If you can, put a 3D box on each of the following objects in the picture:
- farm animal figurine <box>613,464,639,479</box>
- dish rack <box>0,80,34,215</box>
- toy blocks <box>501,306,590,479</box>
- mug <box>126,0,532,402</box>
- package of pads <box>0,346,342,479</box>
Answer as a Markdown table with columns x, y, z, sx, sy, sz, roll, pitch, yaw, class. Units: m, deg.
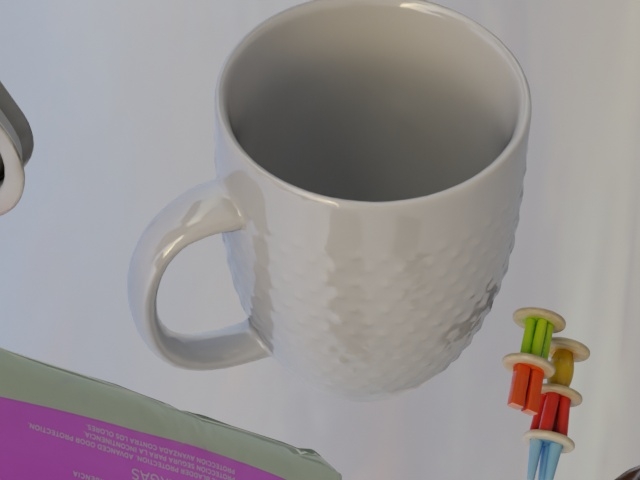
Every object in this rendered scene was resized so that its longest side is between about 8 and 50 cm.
| x | y | z | sx | sy | sz | roll | pitch | yaw | class |
| --- | --- | --- | --- | --- | --- | --- | --- | --- | --- |
| 0.223 | 0.229 | 0.779 | 0.172 | 0.330 | 0.327 | -40 | -32 | -18 | farm animal figurine |
| -0.371 | -0.111 | 1.299 | 0.285 | 0.333 | 0.072 | 55 | -139 | -16 | dish rack |
| 0.213 | 0.156 | 1.715 | 0.123 | 0.054 | 0.148 | 44 | -128 | -49 | toy blocks |
| 0.000 | 0.000 | 1.618 | 0.276 | 0.374 | 0.328 | 56 | 157 | 37 | mug |
| -0.096 | 0.183 | 0.551 | 0.229 | 0.101 | 0.297 | 24 | -129 | -33 | package of pads |
